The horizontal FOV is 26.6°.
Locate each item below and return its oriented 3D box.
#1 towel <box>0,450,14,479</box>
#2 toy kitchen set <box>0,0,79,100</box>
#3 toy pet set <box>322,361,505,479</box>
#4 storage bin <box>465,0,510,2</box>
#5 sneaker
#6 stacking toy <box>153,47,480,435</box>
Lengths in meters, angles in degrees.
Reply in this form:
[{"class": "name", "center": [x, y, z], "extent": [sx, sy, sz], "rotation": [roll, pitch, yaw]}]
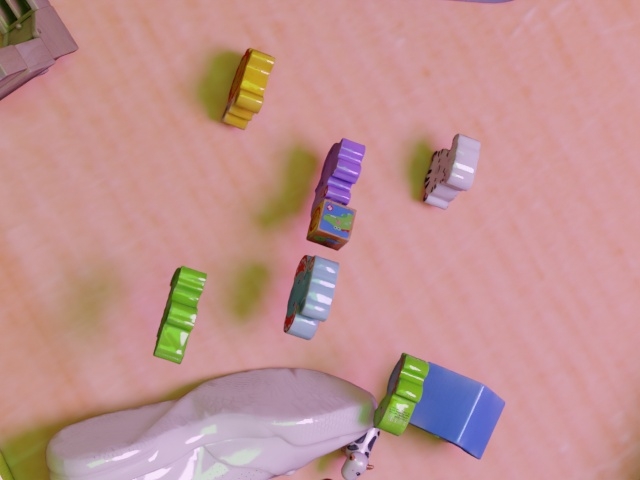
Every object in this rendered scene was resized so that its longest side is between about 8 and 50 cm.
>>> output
[{"class": "towel", "center": [-0.199, 0.244, 0.831], "extent": [0.102, 0.021, 0.237], "rotation": [-26, 93, -21]}, {"class": "toy kitchen set", "center": [-0.210, -0.122, 0.824], "extent": [0.068, 0.083, 0.075], "rotation": [-29, 96, 27]}, {"class": "toy pet set", "center": [0.079, 0.148, 0.887], "extent": [0.122, 0.065, 0.114], "rotation": [29, 80, -13]}, {"class": "storage bin", "center": [0.083, -0.221, 0.898], "extent": [0.135, 0.098, 0.091], "rotation": [0, 77, -15]}, {"class": "sneaker", "center": [-0.064, 0.144, 0.853], "extent": [0.212, 0.080, 0.094], "rotation": [-11, 110, -19]}, {"class": "stacking toy", "center": [0.000, 0.000, 0.858], "extent": [0.167, 0.052, 0.221], "rotation": [21, 66, -13]}]
